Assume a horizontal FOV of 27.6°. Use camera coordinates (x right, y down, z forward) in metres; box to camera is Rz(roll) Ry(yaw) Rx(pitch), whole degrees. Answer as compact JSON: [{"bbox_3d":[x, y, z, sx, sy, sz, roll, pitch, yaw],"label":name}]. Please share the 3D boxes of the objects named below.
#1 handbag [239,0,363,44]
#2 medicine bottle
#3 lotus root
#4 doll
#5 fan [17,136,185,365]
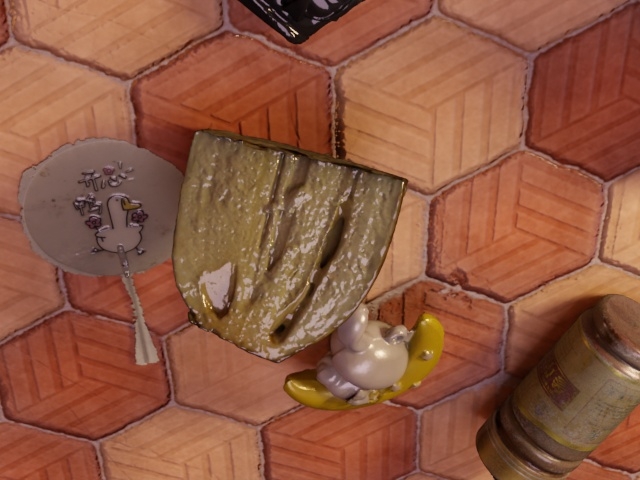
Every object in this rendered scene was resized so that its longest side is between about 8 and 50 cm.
[{"bbox_3d":[-0.031,-0.362,1.446,0.244,0.088,0.275,-34,128,24],"label":"handbag"},{"bbox_3d":[0.386,0.237,1.976,0.151,0.151,0.322,20,124,-24],"label":"medicine bottle"},{"bbox_3d":[-0.047,0.013,1.640,0.267,0.149,0.260,13,98,3],"label":"lotus root"},{"bbox_3d":[0.069,0.166,1.875,0.252,0.111,0.237,11,143,-39],"label":"doll"},{"bbox_3d":[-0.269,0.028,1.779,0.233,0.012,0.415,-11,130,0],"label":"fan"}]
